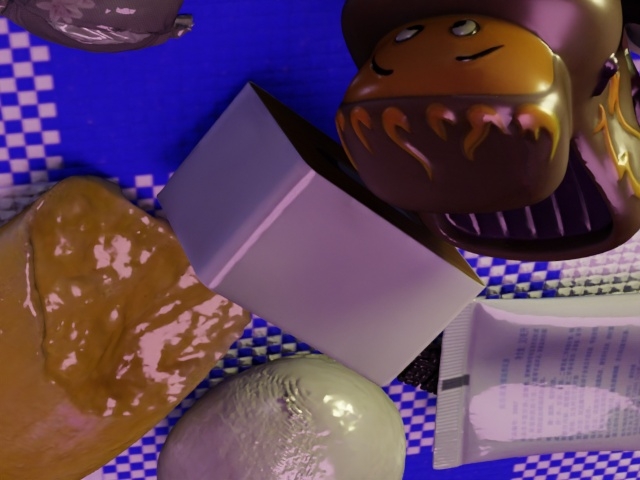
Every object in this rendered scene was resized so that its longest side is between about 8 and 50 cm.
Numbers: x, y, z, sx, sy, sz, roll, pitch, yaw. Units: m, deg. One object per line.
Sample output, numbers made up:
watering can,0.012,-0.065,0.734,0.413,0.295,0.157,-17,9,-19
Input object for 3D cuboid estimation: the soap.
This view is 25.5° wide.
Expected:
soap,-0.284,0.127,1.382,0.306,0.115,0.427,27,125,-39

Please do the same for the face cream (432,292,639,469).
face cream,0.335,0.151,1.543,0.420,0.137,0.235,-3,125,-7

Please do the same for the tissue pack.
tissue pack,-0.001,-0.001,1.256,0.136,0.159,0.246,-48,129,12

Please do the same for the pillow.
pillow,-0.154,-0.240,1.064,0.169,0.059,0.255,7,135,-17

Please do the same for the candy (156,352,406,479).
candy,-0.039,0.247,1.519,0.295,0.185,0.295,-11,139,-10

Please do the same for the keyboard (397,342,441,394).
keyboard,0.157,0.154,1.573,0.231,0.023,0.072,23,138,-32

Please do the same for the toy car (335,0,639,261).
toy car,0.144,-0.097,1.095,0.271,0.240,0.341,1,140,27

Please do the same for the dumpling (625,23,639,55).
dumpling,0.286,-0.208,1.171,0.155,0.111,0.181,-9,118,23
